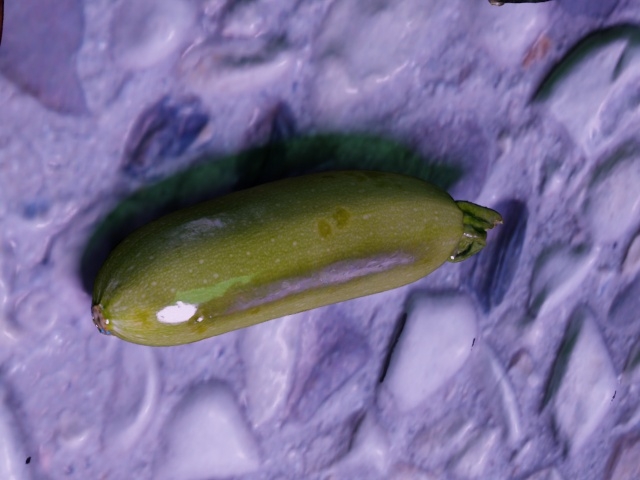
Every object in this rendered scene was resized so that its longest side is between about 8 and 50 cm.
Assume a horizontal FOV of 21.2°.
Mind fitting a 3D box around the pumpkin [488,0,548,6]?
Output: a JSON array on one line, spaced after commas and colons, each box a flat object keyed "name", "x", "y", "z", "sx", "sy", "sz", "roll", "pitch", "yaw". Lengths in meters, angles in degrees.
[{"name": "pumpkin", "x": 0.137, "y": -0.242, "z": 1.066, "sx": 0.190, "sy": 0.146, "sz": 0.190, "roll": -3, "pitch": 135, "yaw": -3}]

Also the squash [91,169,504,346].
[{"name": "squash", "x": 0.000, "y": 0.000, "z": 1.107, "sx": 0.341, "sy": 0.094, "sz": 0.094, "roll": -12, "pitch": 118, "yaw": -37}]

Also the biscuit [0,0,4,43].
[{"name": "biscuit", "x": -0.244, "y": -0.147, "z": 0.810, "sx": 0.235, "sy": 0.063, "sz": 0.151, "roll": -4, "pitch": 113, "yaw": -46}]
